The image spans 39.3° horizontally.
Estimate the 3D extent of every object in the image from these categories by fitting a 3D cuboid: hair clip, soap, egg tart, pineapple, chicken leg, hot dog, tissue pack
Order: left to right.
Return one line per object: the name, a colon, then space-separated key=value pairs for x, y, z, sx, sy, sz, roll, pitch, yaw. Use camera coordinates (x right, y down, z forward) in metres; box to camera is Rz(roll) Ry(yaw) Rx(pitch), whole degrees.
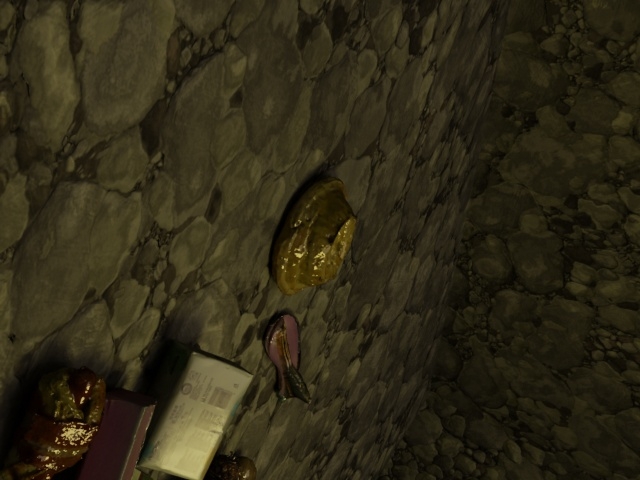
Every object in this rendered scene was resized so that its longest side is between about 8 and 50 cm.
hot dog: x=-0.392 y=0.286 z=1.340 sx=0.213 sy=0.103 sz=0.146 roll=-68 pitch=163 yaw=11
soap: x=-0.350 y=0.380 z=1.472 sx=0.181 sy=0.081 sz=0.259 roll=120 pitch=-12 yaw=-84
tissue pack: x=-0.263 y=0.313 z=1.693 sx=0.159 sy=0.145 sz=0.229 roll=28 pitch=85 yaw=-38
pineapple: x=-0.248 y=0.594 z=2.084 sx=0.083 sy=0.103 sz=0.221 roll=28 pitch=87 yaw=-36
chicken leg: x=-0.224 y=0.630 z=2.233 sx=0.198 sy=0.069 sz=0.085 roll=-57 pitch=158 yaw=-4
hair clip: x=-0.080 y=0.290 z=2.225 sx=0.110 sy=0.096 sz=0.359 roll=-23 pitch=137 yaw=-11
egg tart: x=0.000 y=0.000 z=2.010 sx=0.290 sy=0.115 sz=0.290 roll=-53 pitch=159 yaw=-31

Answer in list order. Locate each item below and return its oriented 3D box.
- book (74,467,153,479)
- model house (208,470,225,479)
book: x=-0.408 y=0.503 z=1.662 sx=0.201 sy=0.026 sz=0.289 roll=-60 pitch=159 yaw=-19
model house: x=-0.204 y=0.671 z=1.973 sx=0.244 sy=0.169 sz=0.326 roll=-28 pitch=119 yaw=-36
